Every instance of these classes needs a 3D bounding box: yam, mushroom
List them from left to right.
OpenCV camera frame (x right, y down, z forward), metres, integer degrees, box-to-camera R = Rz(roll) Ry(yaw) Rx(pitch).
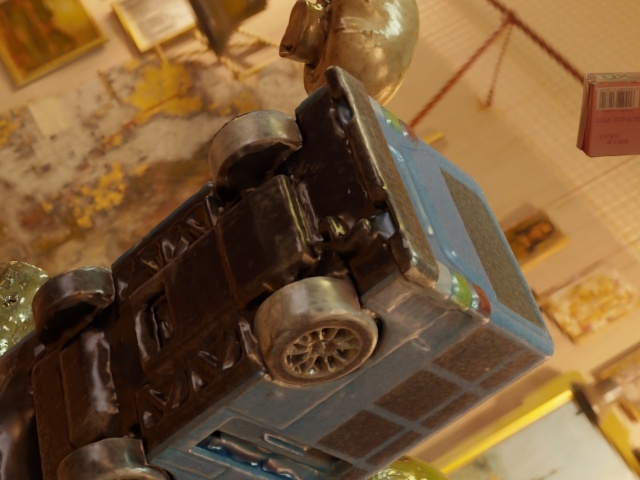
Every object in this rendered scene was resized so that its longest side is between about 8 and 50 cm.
[{"bbox_3d":[-0.424,0.125,1.556,0.107,0.194,0.107,15,-42,14],"label":"yam"},{"bbox_3d":[0.030,-0.204,1.212,0.166,0.127,0.166,-172,-90,-70],"label":"mushroom"}]

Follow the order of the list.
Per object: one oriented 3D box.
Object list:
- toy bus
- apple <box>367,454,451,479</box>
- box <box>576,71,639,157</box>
[{"bbox_3d":[-0.033,0.055,0.506,0.133,0.234,0.116,29,31,-43],"label":"toy bus"},{"bbox_3d":[0.060,0.290,1.141,0.157,0.196,0.196,-77,151,-52],"label":"apple"},{"bbox_3d":[0.435,-0.174,1.643,0.060,0.156,0.111,-90,179,-69],"label":"box"}]
